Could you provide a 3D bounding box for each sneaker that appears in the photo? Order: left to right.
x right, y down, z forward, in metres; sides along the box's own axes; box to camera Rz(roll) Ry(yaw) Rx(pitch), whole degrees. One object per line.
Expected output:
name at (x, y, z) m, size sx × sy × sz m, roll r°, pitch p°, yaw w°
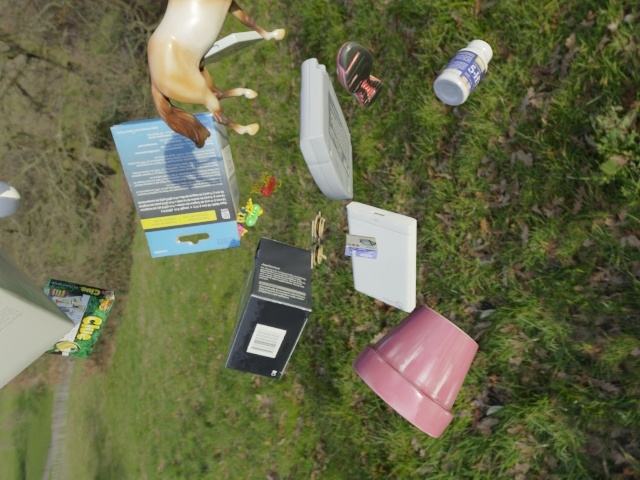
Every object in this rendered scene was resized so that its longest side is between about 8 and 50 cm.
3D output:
sneaker at (0.090, -0.521, 1.247) m, size 0.136 × 0.314 × 0.115 m, roll 39°, pitch 97°, yaw 18°

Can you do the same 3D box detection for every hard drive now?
hard drive at (0.202, 0.059, 1.317) m, size 0.233 × 0.047 × 0.352 m, roll 21°, pitch 135°, yaw 35°

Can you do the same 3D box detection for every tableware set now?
tableware set at (0.000, 0.000, 1.472) m, size 0.039 × 0.128 × 0.193 m, roll 6°, pitch 112°, yaw 10°

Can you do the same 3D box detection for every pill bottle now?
pill bottle at (0.446, -0.523, 1.237) m, size 0.112 × 0.112 × 0.186 m, roll 24°, pitch 73°, yaw 47°

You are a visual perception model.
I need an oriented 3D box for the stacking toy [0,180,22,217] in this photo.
stacking toy at (-1.180, -0.149, 1.242) m, size 0.350 × 0.481 × 0.349 m, roll -170°, pitch 90°, yaw -86°

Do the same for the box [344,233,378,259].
box at (0.105, 0.017, 1.036) m, size 0.136 × 0.081 × 0.028 m, roll -75°, pitch -7°, yaw -71°

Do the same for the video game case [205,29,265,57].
video game case at (-0.285, -0.557, 1.168) m, size 0.207 × 0.026 × 0.227 m, roll -13°, pitch 25°, yaw 23°

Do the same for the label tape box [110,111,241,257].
label tape box at (-0.340, -0.140, 1.009) m, size 0.105 × 0.241 × 0.333 m, roll -96°, pitch -2°, yaw -67°

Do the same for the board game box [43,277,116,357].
board game box at (-0.584, 0.191, 0.934) m, size 0.259 × 0.136 × 0.030 m, roll -52°, pitch 37°, yaw 32°

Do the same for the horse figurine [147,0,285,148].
horse figurine at (-0.126, -0.227, 0.454) m, size 0.066 × 0.175 × 0.263 m, roll 45°, pitch 116°, yaw 42°

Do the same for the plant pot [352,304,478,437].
plant pot at (0.193, 0.232, 0.762) m, size 0.180 × 0.201 × 0.201 m, roll -51°, pitch 45°, yaw -3°

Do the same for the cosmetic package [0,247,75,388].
cosmetic package at (-0.435, 0.046, 0.437) m, size 0.224 × 0.138 × 0.224 m, roll 42°, pitch 154°, yaw 5°

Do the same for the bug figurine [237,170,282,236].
bug figurine at (-0.235, -0.092, 1.302) m, size 0.279 × 0.072 × 0.216 m, roll -38°, pitch 25°, yaw 39°

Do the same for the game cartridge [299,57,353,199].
game cartridge at (0.018, -0.202, 0.838) m, size 0.060 × 0.294 × 0.195 m, roll -8°, pitch 72°, yaw 13°

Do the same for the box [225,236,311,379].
box at (-0.082, 0.106, 0.646) m, size 0.158 × 0.093 × 0.155 m, roll -93°, pitch 23°, yaw -59°
